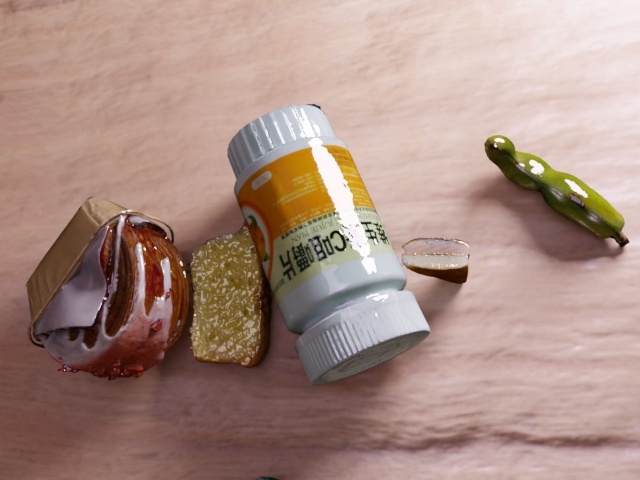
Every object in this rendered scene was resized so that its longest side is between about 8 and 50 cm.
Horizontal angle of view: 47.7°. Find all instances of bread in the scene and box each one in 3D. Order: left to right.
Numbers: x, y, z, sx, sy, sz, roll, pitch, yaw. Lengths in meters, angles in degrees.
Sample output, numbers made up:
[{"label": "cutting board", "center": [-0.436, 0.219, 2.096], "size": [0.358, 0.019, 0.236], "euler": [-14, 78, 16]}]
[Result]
[{"label": "bread", "center": [-0.267, 0.068, 0.933], "size": [0.212, 0.142, 0.224], "euler": [43, 100, 32]}, {"label": "bread", "center": [-0.116, 0.075, 0.942], "size": [0.103, 0.065, 0.188], "euler": [-10, 74, 11]}, {"label": "bread", "center": [0.155, 0.022, 0.874], "size": [0.062, 0.109, 0.043], "euler": [-20, 62, 52]}]

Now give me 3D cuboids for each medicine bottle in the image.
[{"label": "medicine bottle", "center": [0.000, 0.000, 0.889], "size": [0.158, 0.158, 0.318], "euler": [-25, 71, 4]}]

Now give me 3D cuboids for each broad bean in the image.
[{"label": "broad bean", "center": [0.294, -0.064, 0.898], "size": [0.213, 0.070, 0.048], "euler": [35, 101, 9]}]

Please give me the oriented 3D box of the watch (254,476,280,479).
[{"label": "watch", "center": [-0.050, 0.387, 0.843], "size": [0.237, 0.068, 0.195], "euler": [24, 83, 13]}]
